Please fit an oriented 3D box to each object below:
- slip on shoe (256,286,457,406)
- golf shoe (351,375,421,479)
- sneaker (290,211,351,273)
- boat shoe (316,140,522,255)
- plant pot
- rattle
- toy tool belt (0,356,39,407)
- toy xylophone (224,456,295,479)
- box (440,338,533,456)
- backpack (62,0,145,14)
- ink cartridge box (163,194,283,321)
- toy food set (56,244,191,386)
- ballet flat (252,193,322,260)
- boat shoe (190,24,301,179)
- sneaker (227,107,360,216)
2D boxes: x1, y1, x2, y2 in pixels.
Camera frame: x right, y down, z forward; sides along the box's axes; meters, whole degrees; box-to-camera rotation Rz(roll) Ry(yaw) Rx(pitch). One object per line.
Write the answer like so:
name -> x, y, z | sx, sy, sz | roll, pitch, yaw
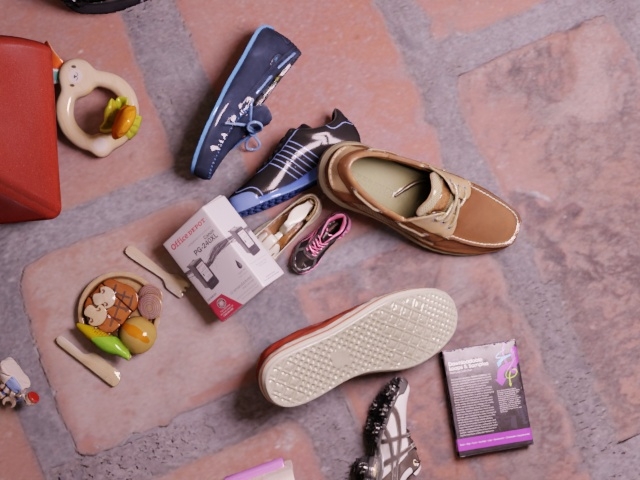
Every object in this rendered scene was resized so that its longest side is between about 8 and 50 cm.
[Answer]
slip on shoe -> 0.051, 0.148, 1.897 | 0.331, 0.101, 0.123 | -21, 107, -18
golf shoe -> 0.110, 0.301, 1.901 | 0.094, 0.077, 0.198 | 17, 89, -12
sneaker -> 0.000, 0.000, 1.933 | 0.047, 0.057, 0.119 | 42, 83, 0
boat shoe -> 0.153, -0.056, 1.892 | 0.324, 0.120, 0.122 | 17, 87, -18
plant pot -> -0.537, -0.164, 1.803 | 0.267, 0.236, 0.267 | -6, 83, 7
rattle -> -0.361, -0.221, 1.900 | 0.130, 0.143, 0.200 | -37, 93, 11
toy tool belt -> -0.454, 0.217, 1.885 | 0.051, 0.052, 0.083 | -41, 83, 24
toy xylophone -> -0.022, 0.474, 1.852 | 0.236, 0.081, 0.323 | -11, 84, 1
box -> 0.250, 0.237, 1.934 | 0.116, 0.029, 0.162 | -8, 85, -6
backpack -> -0.321, -0.421, 1.932 | 0.182, 0.152, 0.115 | -23, 69, -3
ink cartridge box -> -0.145, 0.026, 1.890 | 0.109, 0.063, 0.150 | -40, 86, 35
toy food set -> -0.296, 0.108, 1.908 | 0.132, 0.038, 0.192 | 35, 82, 1
ballet flat -> -0.064, -0.013, 1.932 | 0.057, 0.052, 0.168 | 43, 82, 2
boat shoe -> -0.109, -0.202, 1.928 | 0.089, 0.109, 0.258 | 27, 84, -4
sneaker -> -0.047, -0.117, 1.937 | 0.232, 0.081, 0.090 | -27, 84, -14
